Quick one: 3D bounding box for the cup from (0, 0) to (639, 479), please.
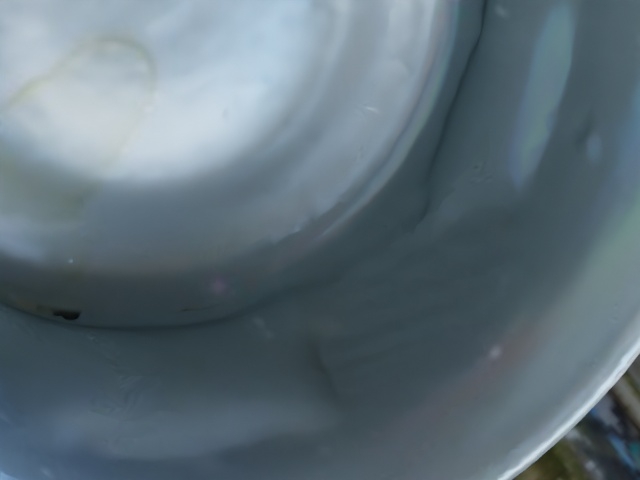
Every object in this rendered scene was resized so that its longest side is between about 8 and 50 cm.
[{"bbox_3d":[-0.040,-0.064,0.410,0.347,0.347,0.163,17,16,-31],"label":"cup"}]
